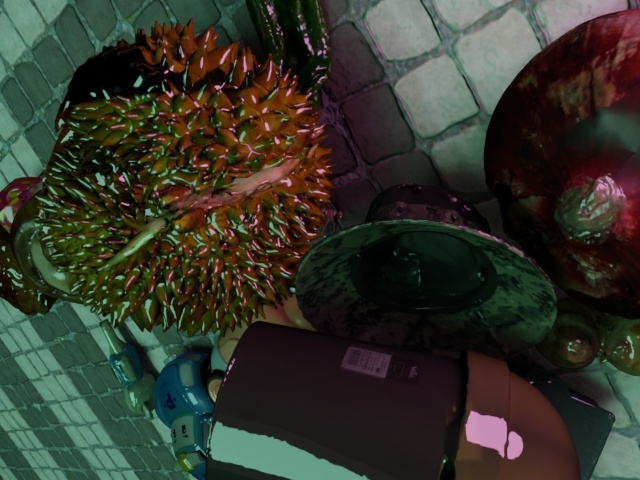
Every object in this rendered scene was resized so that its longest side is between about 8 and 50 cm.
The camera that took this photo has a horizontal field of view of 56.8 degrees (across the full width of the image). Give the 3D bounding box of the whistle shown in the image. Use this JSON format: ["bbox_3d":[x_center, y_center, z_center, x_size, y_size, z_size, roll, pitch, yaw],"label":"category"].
[{"bbox_3d":[-0.408,0.274,1.271,0.236,0.077,0.114,67,160,-9],"label":"whistle"}]

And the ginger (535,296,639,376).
[{"bbox_3d":[0.323,0.099,0.599,0.203,0.104,0.080,0,103,19],"label":"ginger"}]

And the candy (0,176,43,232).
[{"bbox_3d":[-0.468,-0.118,1.058,0.365,0.124,0.124,-34,95,33],"label":"candy"}]

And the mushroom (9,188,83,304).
[{"bbox_3d":[-0.399,0.009,1.017,0.252,0.153,0.253,7,135,7],"label":"mushroom"}]

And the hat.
[{"bbox_3d":[0.103,0.017,0.595,0.265,0.129,0.266,9,148,6],"label":"hat"}]

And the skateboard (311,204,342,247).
[{"bbox_3d":[0.000,0.000,0.784,0.032,0.083,0.064,18,131,12],"label":"skateboard"}]

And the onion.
[{"bbox_3d":[0.245,-0.043,0.495,0.272,0.195,0.272,31,133,40],"label":"onion"}]

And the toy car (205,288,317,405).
[{"bbox_3d":[-0.015,0.180,0.857,0.270,0.180,0.212,42,124,8],"label":"toy car"}]

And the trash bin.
[{"bbox_3d":[0.074,0.201,0.573,0.333,0.214,0.214,10,125,8],"label":"trash bin"}]

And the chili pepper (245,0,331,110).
[{"bbox_3d":[-0.038,-0.273,0.653,0.100,0.074,0.257,5,125,31],"label":"chili pepper"}]

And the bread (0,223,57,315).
[{"bbox_3d":[-0.636,0.048,1.247,0.246,0.135,0.232,21,128,24],"label":"bread"}]

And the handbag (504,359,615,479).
[{"bbox_3d":[0.151,0.230,0.714,0.326,0.089,0.239,25,94,3],"label":"handbag"}]

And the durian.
[{"bbox_3d":[-0.148,-0.063,0.667,0.347,0.384,0.348,-3,106,-9],"label":"durian"}]

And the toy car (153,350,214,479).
[{"bbox_3d":[-0.210,0.360,1.118,0.198,0.166,0.314,-34,94,40],"label":"toy car"}]
